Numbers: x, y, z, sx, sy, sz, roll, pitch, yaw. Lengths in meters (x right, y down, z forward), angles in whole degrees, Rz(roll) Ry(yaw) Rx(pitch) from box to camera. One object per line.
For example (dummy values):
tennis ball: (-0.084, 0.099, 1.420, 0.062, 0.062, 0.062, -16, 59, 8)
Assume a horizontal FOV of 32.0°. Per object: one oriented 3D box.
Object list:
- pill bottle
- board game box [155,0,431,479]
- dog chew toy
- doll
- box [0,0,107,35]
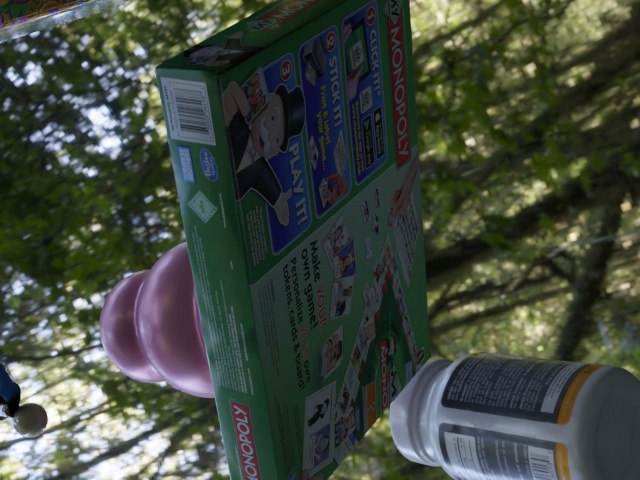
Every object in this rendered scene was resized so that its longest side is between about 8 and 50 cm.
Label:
pill bottle: (0.228, 0.214, 1.306, 0.162, 0.278, 0.162, -2, -87, -46)
board game box: (0.000, 0.000, 0.736, 0.213, 0.046, 0.317, -42, -46, -47)
dog chew toy: (-0.105, 0.081, 1.231, 0.206, 0.332, 0.206, 25, -119, -55)
doll: (-0.366, 0.142, 1.180, 0.189, 0.129, 0.046, 42, -132, -2)
box: (-0.215, -0.266, 0.660, 0.177, 0.279, 0.290, -23, -75, -25)
